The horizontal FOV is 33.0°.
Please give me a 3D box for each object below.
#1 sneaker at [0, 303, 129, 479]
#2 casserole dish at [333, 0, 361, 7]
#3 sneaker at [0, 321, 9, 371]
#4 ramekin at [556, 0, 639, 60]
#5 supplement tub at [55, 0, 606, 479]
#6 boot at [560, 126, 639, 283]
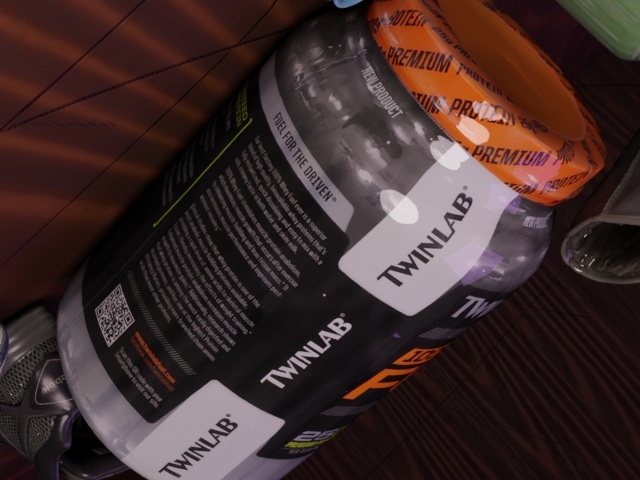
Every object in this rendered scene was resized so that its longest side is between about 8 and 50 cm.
[{"bbox_3d":[-0.210,0.143,0.822,0.087,0.130,0.227,-34,174,-33],"label":"sneaker"},{"bbox_3d":[0.064,-0.185,0.521,0.188,0.037,0.114,-36,172,-12],"label":"casserole dish"},{"bbox_3d":[-0.231,0.081,0.609,0.135,0.052,0.058,-36,169,-37],"label":"sneaker"},{"bbox_3d":[0.247,-0.251,0.664,0.303,0.148,0.303,-40,174,-5],"label":"ramekin"},{"bbox_3d":[0.000,0.000,0.691,0.338,0.207,0.207,-44,173,29],"label":"supplement tub"},{"bbox_3d":[0.232,-0.080,0.602,0.208,0.076,0.189,-46,177,-25],"label":"boot"}]
